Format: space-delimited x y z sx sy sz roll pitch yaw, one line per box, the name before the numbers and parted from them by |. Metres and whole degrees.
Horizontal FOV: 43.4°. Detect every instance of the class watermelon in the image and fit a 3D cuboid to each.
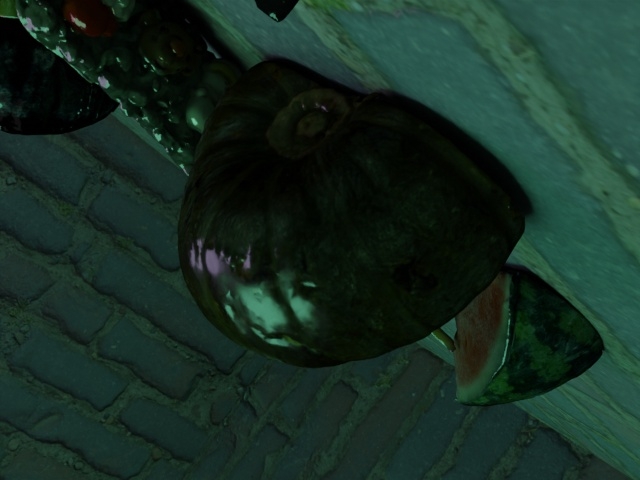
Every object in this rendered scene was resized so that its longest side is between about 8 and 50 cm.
watermelon | 0.192 0.096 0.896 0.202 0.136 0.207 25 154 38

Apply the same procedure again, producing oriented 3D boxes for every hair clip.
hair clip | -0.148 -0.171 0.794 0.091 0.138 0.321 -5 149 33

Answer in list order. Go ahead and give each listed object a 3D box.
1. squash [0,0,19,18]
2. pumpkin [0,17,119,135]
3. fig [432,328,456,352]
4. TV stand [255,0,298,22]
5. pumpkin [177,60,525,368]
squash | -0.275 -0.280 0.765 0.105 0.132 0.105 1 -159 0
pumpkin | -0.330 -0.220 0.921 0.233 0.233 0.163 35 130 17
fig | 0.068 0.041 0.934 0.257 0.159 0.159 44 173 -11
TV stand | -0.037 -0.179 0.389 0.042 0.036 0.249 34 175 11
pumpkin | 0.000 0.000 0.716 0.242 0.232 0.325 37 179 -37
